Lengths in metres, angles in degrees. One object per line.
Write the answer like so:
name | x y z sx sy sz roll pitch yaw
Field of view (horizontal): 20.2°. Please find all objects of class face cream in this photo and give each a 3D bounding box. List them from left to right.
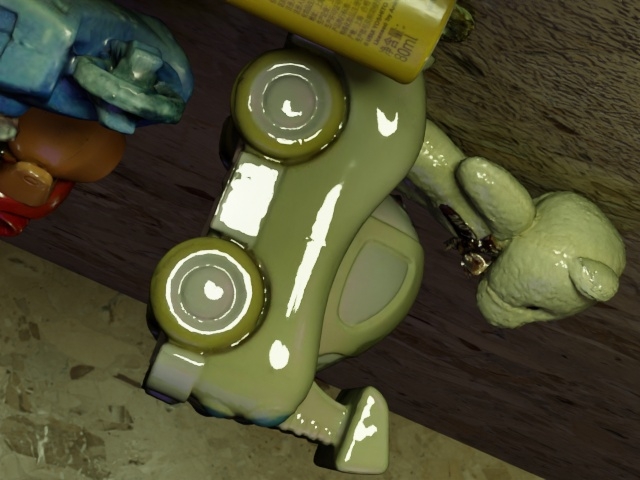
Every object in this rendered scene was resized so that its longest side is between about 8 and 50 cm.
face cream | -0.076 -0.222 1.217 0.348 0.105 0.105 24 167 -6

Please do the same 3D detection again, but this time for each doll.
doll | 0.143 -0.018 1.645 0.278 0.149 0.175 35 -160 1

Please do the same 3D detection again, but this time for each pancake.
pancake | 0.067 -0.177 1.355 0.108 0.017 0.108 22 172 3

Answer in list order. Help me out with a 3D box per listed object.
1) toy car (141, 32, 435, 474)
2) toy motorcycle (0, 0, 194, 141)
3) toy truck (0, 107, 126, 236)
toy car | 0.000 0.000 1.442 0.226 0.336 0.242 24 172 -3
toy motorcycle | -0.235 -0.195 1.561 0.319 0.241 0.182 27 128 7
toy truck | -0.339 -0.134 1.881 0.265 0.189 0.239 27 157 -14
